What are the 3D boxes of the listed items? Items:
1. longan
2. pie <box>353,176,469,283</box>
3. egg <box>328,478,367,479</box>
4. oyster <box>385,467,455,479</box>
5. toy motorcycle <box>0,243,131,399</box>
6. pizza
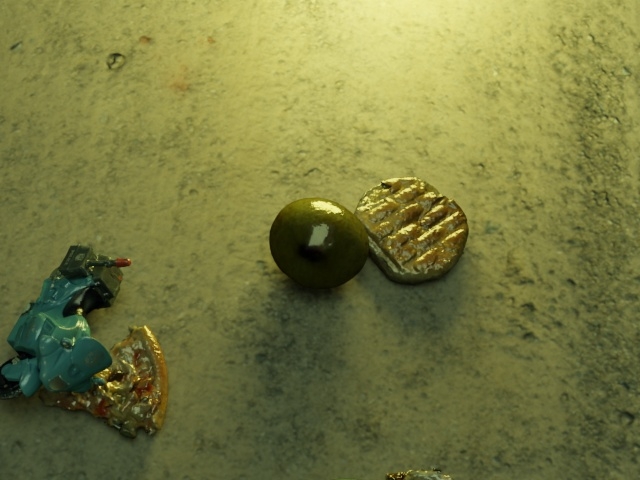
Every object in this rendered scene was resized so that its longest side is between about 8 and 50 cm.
[{"bbox_3d":[0.000,0.000,1.821,0.155,0.145,0.176,51,26,-4],"label":"longan"},{"bbox_3d":[0.152,-0.021,1.891,0.195,0.046,0.195,1,64,-3],"label":"pie"},{"bbox_3d":[0.050,0.414,1.587,0.231,0.168,0.168,5,62,-8],"label":"egg"},{"bbox_3d":[0.162,0.378,1.678,0.148,0.051,0.103,34,25,25],"label":"oyster"},{"bbox_3d":[-0.371,0.123,1.705,0.182,0.123,0.272,-3,47,27],"label":"toy motorcycle"},{"bbox_3d":[-0.327,0.214,1.726,0.195,0.052,0.185,-8,61,-8],"label":"pizza"}]
